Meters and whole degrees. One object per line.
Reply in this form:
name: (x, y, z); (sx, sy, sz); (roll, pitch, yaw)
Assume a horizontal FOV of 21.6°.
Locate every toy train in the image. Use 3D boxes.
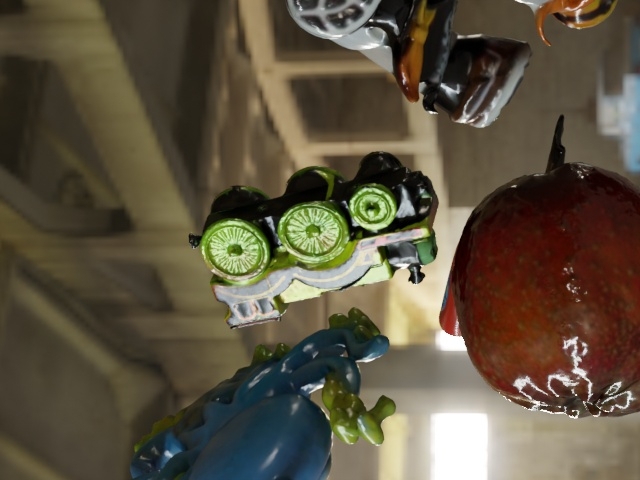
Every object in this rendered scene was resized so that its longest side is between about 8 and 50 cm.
toy train: (0.000, 0.000, 1.936); (0.100, 0.296, 0.160); (-71, -36, -58)

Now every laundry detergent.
laundry detergent: (0.179, 0.032, 1.990); (0.097, 0.049, 0.165); (-67, -11, -48)

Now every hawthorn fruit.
hawthorn fruit: (0.255, 0.021, 1.650); (0.254, 0.254, 0.300); (54, -143, -74)

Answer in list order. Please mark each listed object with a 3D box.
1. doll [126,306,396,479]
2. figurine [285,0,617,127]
doll: (-0.071, 0.197, 1.543); (0.099, 0.346, 0.341); (52, -179, -13)
figurine: (0.118, -0.262, 1.211); (0.323, 0.196, 0.320); (-53, -38, 8)
